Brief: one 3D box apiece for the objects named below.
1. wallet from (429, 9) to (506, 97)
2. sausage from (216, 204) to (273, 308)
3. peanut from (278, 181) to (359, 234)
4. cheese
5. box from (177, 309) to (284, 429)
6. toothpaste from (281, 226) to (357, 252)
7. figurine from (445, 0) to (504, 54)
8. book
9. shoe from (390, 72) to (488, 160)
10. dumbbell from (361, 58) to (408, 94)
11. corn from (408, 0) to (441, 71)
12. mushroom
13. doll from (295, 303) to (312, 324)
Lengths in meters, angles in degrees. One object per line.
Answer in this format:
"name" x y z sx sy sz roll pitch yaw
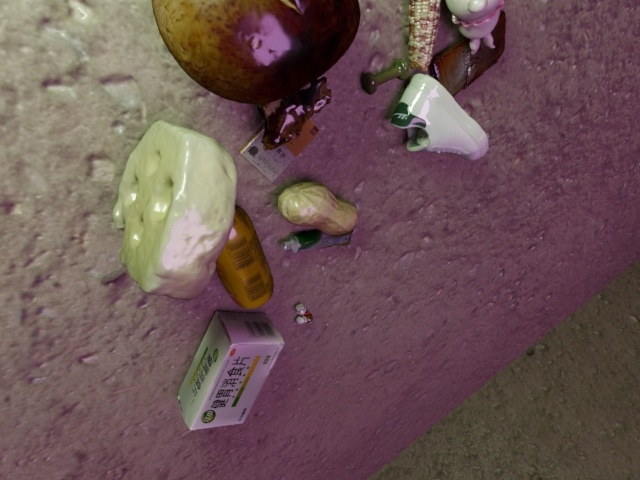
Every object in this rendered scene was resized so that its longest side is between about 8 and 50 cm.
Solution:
"wallet" 0.406 -0.491 1.094 0.255 0.031 0.137 -38 132 -8
"sausage" -0.198 0.046 0.987 0.123 0.123 0.346 -27 132 -17
"peanut" 0.006 -0.082 1.049 0.257 0.123 0.123 11 113 -42
"cheese" -0.271 -0.051 0.729 0.115 0.326 0.318 15 147 -42
"box" -0.263 0.373 1.162 0.173 0.145 0.332 13 112 -38
"toothpaste" 0.000 0.000 1.152 0.248 0.047 0.078 -9 130 -33
"figurine" 0.363 -0.553 0.949 0.127 0.155 0.236 -23 168 21
"book" -0.092 -0.231 0.943 0.172 0.012 0.118 -47 136 2
"shoe" 0.330 -0.286 1.122 0.363 0.132 0.160 29 101 -40
"dumbbell" 0.156 -0.396 0.977 0.118 0.046 0.052 -30 139 -14
"corn" 0.238 -0.511 0.930 0.080 0.079 0.236 -22 131 -21
"mushroom" -0.090 -0.387 0.711 0.331 0.356 0.334 -40 94 6
"doll" -0.052 0.233 1.286 0.058 0.040 0.085 -8 126 -19
